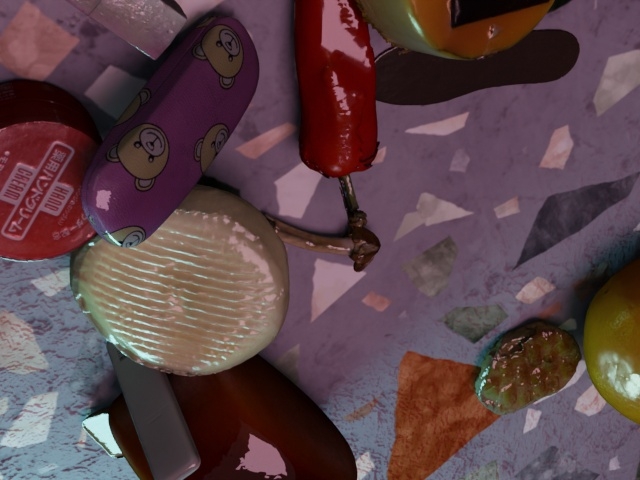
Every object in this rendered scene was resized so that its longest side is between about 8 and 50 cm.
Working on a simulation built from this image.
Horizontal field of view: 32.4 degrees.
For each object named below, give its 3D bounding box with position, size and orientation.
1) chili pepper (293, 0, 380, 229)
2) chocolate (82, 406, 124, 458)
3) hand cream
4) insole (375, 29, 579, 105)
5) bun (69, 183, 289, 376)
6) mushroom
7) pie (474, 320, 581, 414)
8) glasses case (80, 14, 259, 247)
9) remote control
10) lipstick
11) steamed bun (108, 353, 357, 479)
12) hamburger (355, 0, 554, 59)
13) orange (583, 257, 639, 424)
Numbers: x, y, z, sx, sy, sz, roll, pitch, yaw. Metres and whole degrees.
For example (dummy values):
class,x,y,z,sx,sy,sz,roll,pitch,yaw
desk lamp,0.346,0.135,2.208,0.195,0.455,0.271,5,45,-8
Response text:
class,x,y,z,sx,sy,sz,roll,pitch,yaw
chili pepper,0.018,-0.197,1.400,0.110,0.110,0.387,-14,122,-15
chocolate,-0.307,0.279,1.626,0.064,0.031,0.100,-25,128,17
hand cream,-0.344,-0.083,1.297,0.193,0.125,0.193,-12,128,-16
insole,0.216,-0.244,1.515,0.328,0.007,0.111,-9,127,-19
bun,-0.172,0.039,1.430,0.287,0.146,0.287,4,122,7
mushroom,0.000,0.000,1.557,0.187,0.061,0.060,10,123,-25
pie,0.351,0.215,1.870,0.195,0.046,0.195,-13,128,-17
glasses case,-0.169,-0.130,1.288,0.316,0.076,0.123,-58,144,-26
remote control,-0.224,0.214,1.471,0.067,0.261,0.029,-36,140,7
lipstick,-0.288,-0.314,1.199,0.317,0.066,0.068,32,105,-37
steamed bun,-0.111,0.314,1.599,0.235,0.248,0.379,-40,130,7
hamburger,0.159,-0.356,1.297,0.276,0.179,0.294,-22,129,-21
orange,0.584,0.167,1.785,0.312,0.312,0.312,-12,127,-17
